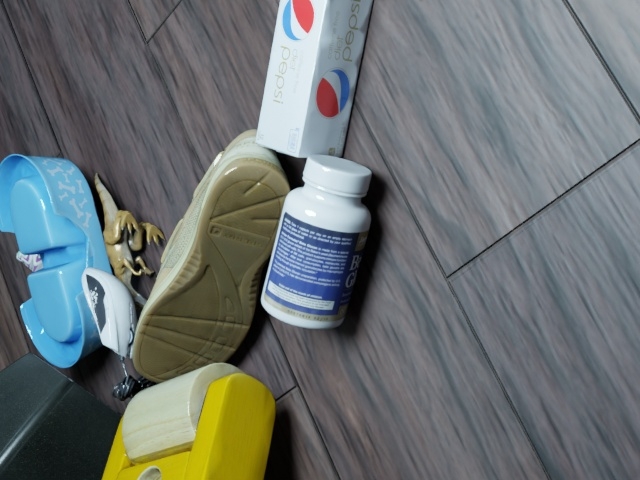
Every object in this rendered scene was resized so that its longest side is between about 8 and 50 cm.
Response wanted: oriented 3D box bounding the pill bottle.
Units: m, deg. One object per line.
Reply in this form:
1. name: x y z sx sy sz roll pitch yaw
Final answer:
1. pill bottle: 0.000 0.000 1.038 0.094 0.094 0.170 28 112 38

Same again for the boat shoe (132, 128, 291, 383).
1. boat shoe: -0.125 0.029 1.159 0.341 0.121 0.110 -59 21 28

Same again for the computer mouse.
1. computer mouse: -0.252 0.113 1.252 0.042 0.106 0.193 -27 72 14

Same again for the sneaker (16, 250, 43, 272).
1. sneaker: -0.419 0.047 1.466 0.098 0.038 0.069 -5 89 43

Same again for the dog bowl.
1. dog bowl: -0.360 0.023 1.360 0.165 0.074 0.297 -11 94 47

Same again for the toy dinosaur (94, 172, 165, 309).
1. toy dinosaur: -0.269 -0.011 1.308 0.112 0.064 0.212 -25 76 42

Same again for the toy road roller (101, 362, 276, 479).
1. toy road roller: -0.117 0.331 1.125 0.202 0.240 0.330 -24 45 39

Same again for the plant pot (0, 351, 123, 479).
1. plant pot: -0.371 0.263 1.320 0.188 0.187 0.167 19 69 48

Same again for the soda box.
1. soda box: -0.004 -0.198 1.042 0.069 0.073 0.216 23 108 39
